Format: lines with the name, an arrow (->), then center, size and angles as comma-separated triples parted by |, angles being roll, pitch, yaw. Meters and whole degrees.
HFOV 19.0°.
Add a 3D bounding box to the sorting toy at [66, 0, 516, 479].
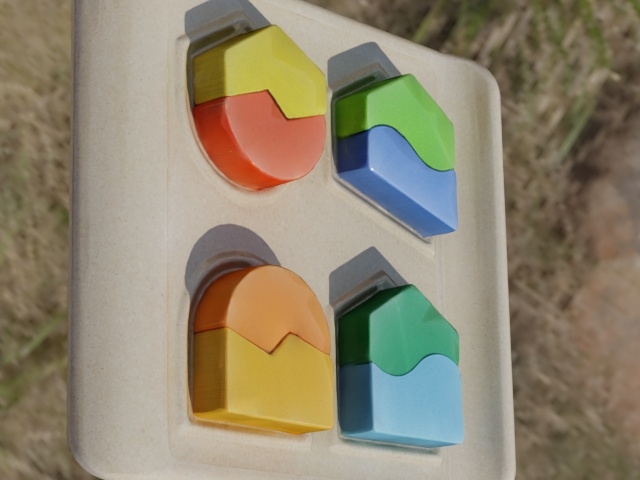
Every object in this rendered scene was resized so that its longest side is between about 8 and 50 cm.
sorting toy -> 0.000, 0.000, 0.713 | 0.208, 0.038, 0.193 | 12, 71, -42
